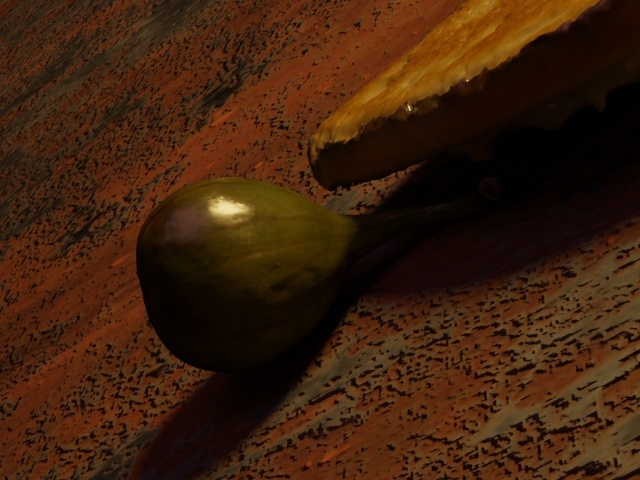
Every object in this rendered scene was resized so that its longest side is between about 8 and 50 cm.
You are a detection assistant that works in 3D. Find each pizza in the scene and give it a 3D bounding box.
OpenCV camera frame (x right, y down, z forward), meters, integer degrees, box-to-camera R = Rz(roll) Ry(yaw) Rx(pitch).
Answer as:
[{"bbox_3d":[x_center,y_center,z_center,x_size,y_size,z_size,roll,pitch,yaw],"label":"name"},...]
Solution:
[{"bbox_3d":[0.132,-0.116,1.203,0.323,0.089,0.223,-23,17,49],"label":"pizza"}]

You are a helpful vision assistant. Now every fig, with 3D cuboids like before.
[{"bbox_3d":[0.000,0.000,1.199,0.236,0.124,0.124,-20,23,0],"label":"fig"}]
